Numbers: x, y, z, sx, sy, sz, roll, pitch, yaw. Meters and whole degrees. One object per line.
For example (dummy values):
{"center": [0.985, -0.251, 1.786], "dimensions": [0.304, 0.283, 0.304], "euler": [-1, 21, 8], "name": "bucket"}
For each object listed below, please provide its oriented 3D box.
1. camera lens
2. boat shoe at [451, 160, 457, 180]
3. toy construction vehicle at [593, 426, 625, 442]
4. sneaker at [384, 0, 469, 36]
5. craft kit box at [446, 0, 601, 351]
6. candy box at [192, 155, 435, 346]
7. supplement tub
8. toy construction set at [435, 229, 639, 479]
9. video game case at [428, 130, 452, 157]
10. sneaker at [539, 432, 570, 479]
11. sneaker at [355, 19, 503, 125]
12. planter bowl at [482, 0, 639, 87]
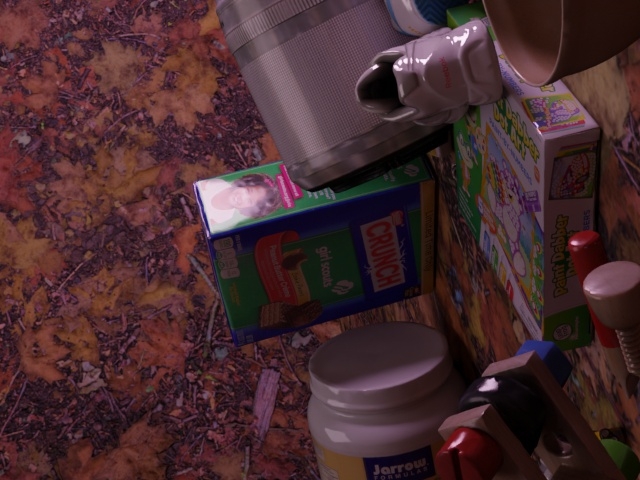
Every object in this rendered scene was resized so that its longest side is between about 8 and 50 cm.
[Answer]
{"center": [0.022, -0.206, 1.295], "dimensions": [0.274, 0.219, 0.219], "euler": [65, 174, -5], "name": "camera lens"}
{"center": [0.165, -0.082, 1.314], "dimensions": [0.100, 0.035, 0.035], "euler": [-123, 20, -70], "name": "boat shoe"}
{"center": [0.274, 0.224, 1.084], "dimensions": [0.086, 0.035, 0.098], "euler": [127, 127, -68], "name": "toy construction vehicle"}
{"center": [0.084, -0.318, 1.166], "dimensions": [0.092, 0.087, 0.229], "euler": [165, 98, -69], "name": "sneaker"}
{"center": [0.187, -0.063, 1.097], "dimensions": [0.250, 0.060, 0.247], "euler": [-112, 13, -52], "name": "craft kit box"}
{"center": [0.000, 0.000, 1.660], "dimensions": [0.268, 0.317, 0.122], "euler": [82, 169, -52], "name": "candy box"}
{"center": [0.112, 0.311, 1.708], "dimensions": [0.241, 0.241, 0.331], "euler": [-120, 17, -67], "name": "supplement tub"}
{"center": [0.221, 0.164, 0.727], "dimensions": [0.309, 0.257, 0.237], "euler": [-77, -33, -56], "name": "toy construction set"}
{"center": [0.076, -0.231, 1.445], "dimensions": [0.206, 0.026, 0.227], "euler": [26, 135, 47], "name": "video game case"}
{"center": [0.251, 0.234, 1.267], "dimensions": [0.069, 0.038, 0.098], "euler": [-108, 17, -44], "name": "sneaker"}
{"center": [0.083, -0.148, 1.065], "dimensions": [0.232, 0.115, 0.090], "euler": [163, 93, -83], "name": "sneaker"}
{"center": [0.169, -0.188, 0.727], "dimensions": [0.162, 0.109, 0.162], "euler": [165, 90, -83], "name": "planter bowl"}
